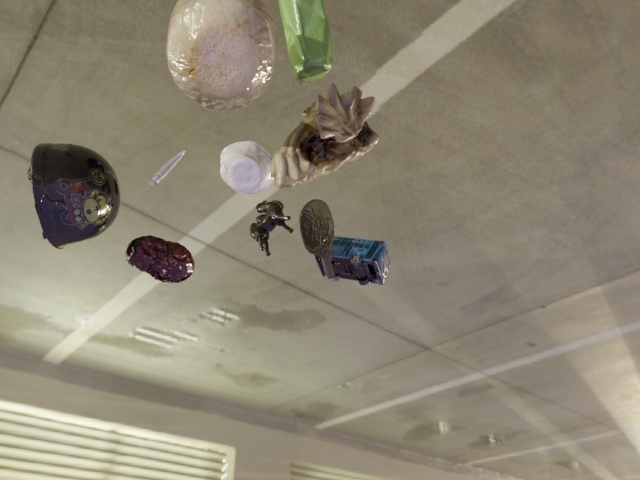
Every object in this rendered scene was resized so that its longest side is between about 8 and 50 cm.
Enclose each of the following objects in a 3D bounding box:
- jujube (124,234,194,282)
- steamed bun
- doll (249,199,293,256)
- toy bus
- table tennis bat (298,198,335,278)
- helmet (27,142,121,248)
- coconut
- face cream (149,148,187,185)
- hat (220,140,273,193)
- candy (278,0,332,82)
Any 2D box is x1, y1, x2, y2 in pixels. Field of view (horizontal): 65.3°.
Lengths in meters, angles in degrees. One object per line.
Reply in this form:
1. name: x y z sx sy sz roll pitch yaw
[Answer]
1. jujube: -0.375 0.038 1.177 0.104 0.104 0.166 -24 141 29
2. steamed bun: 0.038 -0.326 1.470 0.189 0.428 0.247 -3 111 46
3. doll: -0.153 -0.053 1.454 0.139 0.165 0.057 -45 139 0
4. toy bus: 0.114 0.061 1.643 0.234 0.133 0.116 6 132 32
5. table tennis bat: 0.000 0.000 1.387 0.022 0.131 0.234 4 118 43
6. helmet: -0.532 -0.108 1.120 0.160 0.279 0.230 -7 109 -9
7. coconut: -0.245 -0.489 1.251 0.329 0.328 0.328 0 144 0
8. face cream: -0.339 -0.165 1.114 0.038 0.115 0.020 -13 127 46
9. hat: -0.249 -0.235 1.700 0.203 0.126 0.203 -3 111 -8
10. candy: -0.054 -0.639 1.453 0.142 0.343 0.132 -14 175 38
